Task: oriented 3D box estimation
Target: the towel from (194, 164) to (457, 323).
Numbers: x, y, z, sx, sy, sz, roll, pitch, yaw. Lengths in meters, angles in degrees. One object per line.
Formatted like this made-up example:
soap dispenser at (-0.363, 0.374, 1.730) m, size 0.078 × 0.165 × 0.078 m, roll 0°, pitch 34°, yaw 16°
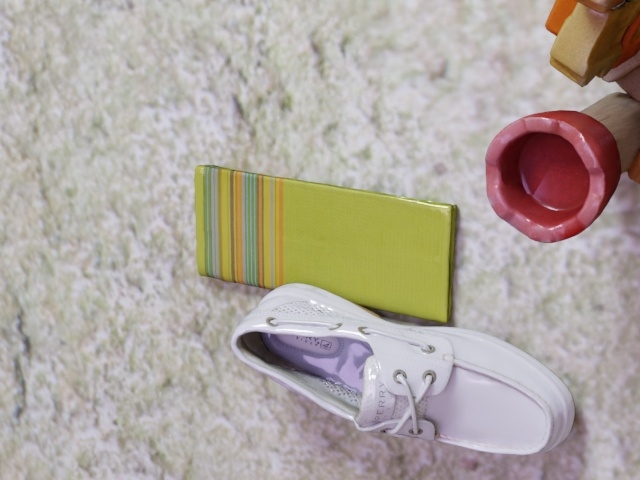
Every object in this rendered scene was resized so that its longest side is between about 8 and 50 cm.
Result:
towel at (0.000, 0.000, 1.164) m, size 0.237 × 0.021 × 0.102 m, roll 10°, pitch 111°, yaw 26°

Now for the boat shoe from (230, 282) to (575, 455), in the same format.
boat shoe at (0.057, 0.115, 1.105) m, size 0.277 × 0.096 × 0.098 m, roll 15°, pitch 113°, yaw 21°

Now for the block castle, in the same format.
block castle at (0.302, -0.149, 0.816) m, size 0.303 × 0.213 × 0.453 m, roll 33°, pitch 123°, yaw 20°
